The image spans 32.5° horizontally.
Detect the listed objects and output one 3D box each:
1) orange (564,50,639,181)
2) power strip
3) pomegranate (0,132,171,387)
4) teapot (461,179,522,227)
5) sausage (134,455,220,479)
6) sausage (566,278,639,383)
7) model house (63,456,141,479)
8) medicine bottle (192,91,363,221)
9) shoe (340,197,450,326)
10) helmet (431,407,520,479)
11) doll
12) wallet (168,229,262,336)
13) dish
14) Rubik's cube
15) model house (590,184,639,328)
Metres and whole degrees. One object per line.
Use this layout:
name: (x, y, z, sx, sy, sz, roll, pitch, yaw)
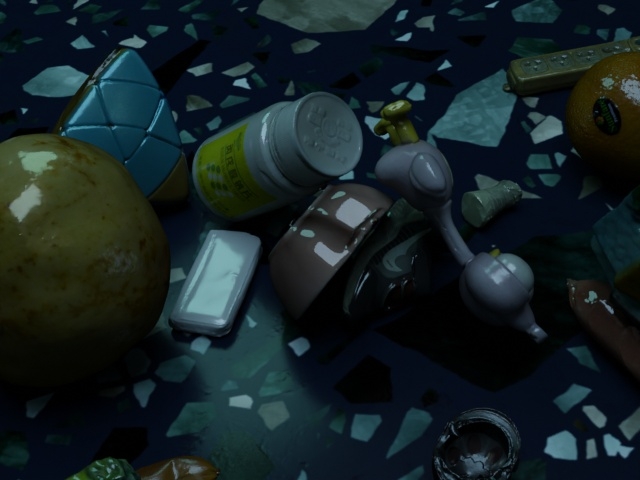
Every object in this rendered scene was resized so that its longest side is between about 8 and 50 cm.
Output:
orange: (0.466, -0.182, 1.631, 0.206, 0.206, 0.206, -4, 45, 4)
power strip: (0.455, -0.298, 1.849, 0.305, 0.044, 0.064, -11, 44, -4)
pomegranate: (-0.373, 0.033, 1.420, 0.342, 0.342, 0.342, -4, 45, 4)
teapot: (0.254, -0.059, 1.634, 0.083, 0.057, 0.067, -23, 18, -23)
sausage: (-0.211, 0.304, 1.326, 0.183, 0.054, 0.062, -19, 78, -14)
sausage: (0.449, 0.180, 1.347, 0.088, 0.088, 0.433, -24, 48, -17)
model house: (-0.206, 0.370, 1.158, 0.170, 0.194, 0.211, -28, 47, -23)
medicine bottle: (-0.064, -0.119, 1.584, 0.258, 0.143, 0.143, -18, 27, 49)
shoe: (0.112, 0.038, 1.527, 0.112, 0.099, 0.227, 23, 53, 13)
helmet: (0.181, 0.264, 1.302, 0.098, 0.070, 0.123, 26, 46, 21)
doll: (0.181, -0.013, 1.449, 0.094, 0.160, 0.365, -37, 86, -6)
wallet: (-0.146, 0.057, 1.578, 0.095, 0.033, 0.190, 10, 48, 14)
dish: (0.000, 0.000, 1.490, 0.090, 0.213, 0.213, 40, 56, 1)
Rubik's cube: (-0.311, -0.121, 1.667, 0.254, 0.254, 0.254, -4, 45, 4)
model house: (0.512, 0.045, 1.345, 0.280, 0.230, 0.249, -8, 64, -31)
